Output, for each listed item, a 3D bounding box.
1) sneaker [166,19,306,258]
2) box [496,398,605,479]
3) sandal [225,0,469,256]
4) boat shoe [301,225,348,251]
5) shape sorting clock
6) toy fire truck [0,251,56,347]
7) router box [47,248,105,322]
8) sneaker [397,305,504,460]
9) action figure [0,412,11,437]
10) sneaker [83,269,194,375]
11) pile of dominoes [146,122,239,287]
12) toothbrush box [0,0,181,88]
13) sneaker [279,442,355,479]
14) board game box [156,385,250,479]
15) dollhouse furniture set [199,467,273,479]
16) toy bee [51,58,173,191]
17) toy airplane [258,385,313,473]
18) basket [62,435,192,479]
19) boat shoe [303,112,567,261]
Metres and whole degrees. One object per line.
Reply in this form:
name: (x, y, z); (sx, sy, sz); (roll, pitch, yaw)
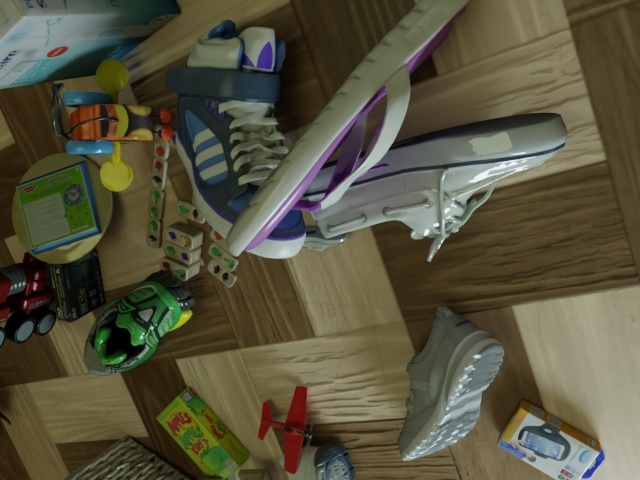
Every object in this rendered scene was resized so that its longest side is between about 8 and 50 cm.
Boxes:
sneaker: (-0.098, -0.159, 0.825); (0.323, 0.130, 0.236); (53, 135, 35)
box: (0.338, 0.301, 0.890); (0.136, 0.028, 0.081); (29, 119, 17)
sandal: (0.050, -0.129, 0.703); (0.102, 0.169, 0.416); (40, 86, -5)
boat shoe: (0.000, 0.000, 0.948); (0.100, 0.035, 0.035); (-3, 135, 24)
shape sorting clock: (-0.476, -0.060, 1.126); (0.206, 0.040, 0.206); (0, 89, 12)
toy fire truck: (-0.587, 0.078, 1.183); (0.158, 0.217, 0.246); (21, 101, 13)
router box: (-0.470, 0.084, 1.182); (0.038, 0.092, 0.122); (8, 113, 25)
sneaker: (0.179, 0.220, 0.920); (0.115, 0.105, 0.281); (53, 135, 42)
action figure: (-0.870, 0.367, 1.474); (0.275, 0.141, 0.164); (33, 115, -18)
sneaker: (-0.374, 0.173, 1.124); (0.134, 0.146, 0.343); (50, 134, 0)
pile of dominoes: (-0.221, -0.049, 1.034); (0.196, 0.040, 0.251); (21, 118, 19)
toothbrush box: (-0.383, -0.322, 0.862); (0.216, 0.295, 0.126); (-22, 98, 31)
sneaker: (0.013, 0.496, 1.101); (0.129, 0.111, 0.297); (-8, 99, 41)
board game box: (-0.232, 0.386, 1.205); (0.181, 0.043, 0.092); (47, 123, 4)
dollhouse furniture set: (-0.163, 0.526, 1.148); (0.151, 0.123, 0.144); (-7, 124, 15)
toy bee: (-0.315, -0.168, 0.948); (0.162, 0.298, 0.195); (-1, 118, -18)
toy airplane: (-0.064, 0.326, 1.078); (0.151, 0.028, 0.151); (-19, 64, 45)
basket: (-0.435, 0.641, 1.248); (0.266, 0.331, 0.328); (31, 120, 20)
boat shoe: (0.139, -0.054, 0.793); (0.367, 0.136, 0.156); (-11, 103, 33)
